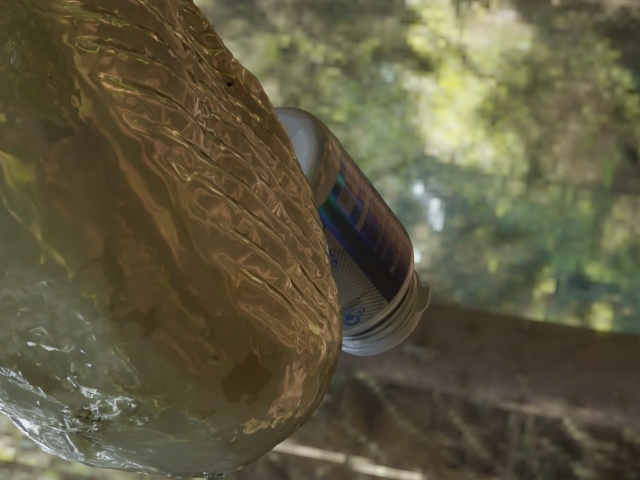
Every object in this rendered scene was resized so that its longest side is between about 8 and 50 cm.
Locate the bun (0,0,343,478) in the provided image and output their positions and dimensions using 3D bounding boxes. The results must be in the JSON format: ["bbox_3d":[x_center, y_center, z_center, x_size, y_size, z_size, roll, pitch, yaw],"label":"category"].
[{"bbox_3d":[-0.144,-0.031,1.000,0.362,0.234,0.326,57,-175,11],"label":"bun"}]

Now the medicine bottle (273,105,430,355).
[{"bbox_3d":[0.000,0.000,1.365,0.191,0.107,0.107,51,-131,-45],"label":"medicine bottle"}]
